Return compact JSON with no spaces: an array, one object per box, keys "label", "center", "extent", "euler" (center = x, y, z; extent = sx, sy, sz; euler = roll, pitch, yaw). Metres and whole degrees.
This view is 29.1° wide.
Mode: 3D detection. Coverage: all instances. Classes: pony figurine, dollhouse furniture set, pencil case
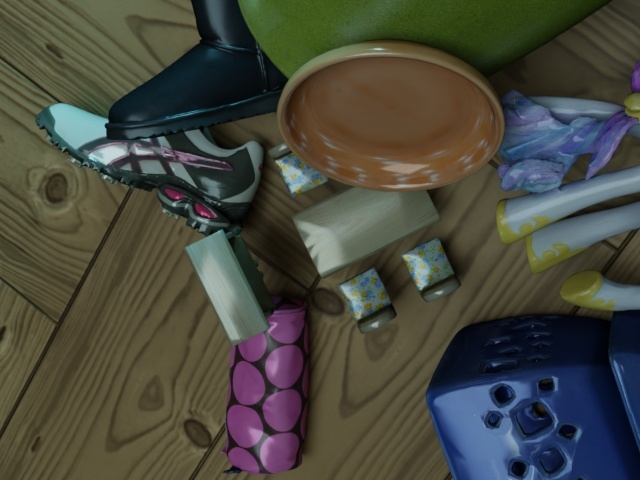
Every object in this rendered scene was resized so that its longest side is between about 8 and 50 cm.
[{"label":"pony figurine","center":[0.340,-0.075,1.108],"extent":[0.363,0.303,0.351],"euler":[-6,133,21]},{"label":"dollhouse furniture set","center":[0.000,0.000,1.259],"extent":[0.242,0.161,0.212],"euler":[-26,92,2]},{"label":"pencil case","center":[-0.065,0.163,1.411],"extent":[0.098,0.095,0.209],"euler":[14,106,33]}]

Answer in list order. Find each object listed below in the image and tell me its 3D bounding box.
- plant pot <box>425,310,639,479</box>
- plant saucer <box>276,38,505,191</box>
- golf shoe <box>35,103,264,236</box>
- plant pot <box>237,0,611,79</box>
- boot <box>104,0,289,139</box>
[{"label":"plant pot","center":[0.253,0.192,1.209],"extent":[0.212,0.236,0.236],"euler":[-18,96,19]},{"label":"plant saucer","center":[0.062,-0.112,1.085],"extent":[0.200,0.037,0.200],"euler":[5,148,3]},{"label":"golf shoe","center":[-0.191,-0.105,1.403],"extent":[0.273,0.105,0.120],"euler":[27,95,9]},{"label":"plant pot","center":[0.110,-0.296,1.106],"extent":[0.366,0.366,0.353],"euler":[50,128,5]},{"label":"boot","center":[-0.126,-0.224,1.296],"extent":[0.246,0.094,0.207],"euler":[-14,99,-10]}]
